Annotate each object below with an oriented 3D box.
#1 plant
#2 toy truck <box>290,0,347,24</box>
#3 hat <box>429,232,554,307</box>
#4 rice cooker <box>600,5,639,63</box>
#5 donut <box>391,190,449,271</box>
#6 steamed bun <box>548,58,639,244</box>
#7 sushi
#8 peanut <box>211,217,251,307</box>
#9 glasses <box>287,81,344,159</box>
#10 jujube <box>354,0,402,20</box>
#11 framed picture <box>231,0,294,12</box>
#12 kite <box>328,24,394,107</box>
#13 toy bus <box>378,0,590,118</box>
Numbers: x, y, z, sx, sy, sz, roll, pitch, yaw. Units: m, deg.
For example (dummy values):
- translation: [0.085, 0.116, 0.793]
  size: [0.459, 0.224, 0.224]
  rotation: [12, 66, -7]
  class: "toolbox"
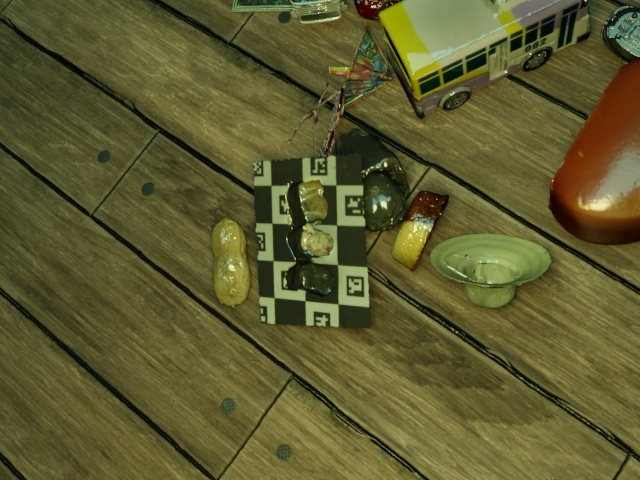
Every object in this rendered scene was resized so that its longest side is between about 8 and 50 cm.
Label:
- translation: [0.117, -0.136, 1.681]
  size: [0.142, 0.164, 0.256]
  rotation: [-22, 58, 6]
  class: "plant"
- translation: [-0.015, -0.724, 1.881]
  size: [0.146, 0.175, 0.367]
  rotation: [-5, 73, 7]
  class: "toy truck"
- translation: [0.356, 0.082, 1.572]
  size: [0.252, 0.252, 0.110]
  rotation: [4, 116, 15]
  class: "hat"
- translation: [0.706, -0.448, 1.656]
  size: [0.165, 0.106, 0.112]
  rotation: [38, 108, 12]
  class: "rice cooker"
- translation: [0.212, -0.027, 1.617]
  size: [0.073, 0.166, 0.184]
  rotation: [24, 93, 6]
  class: "donut"
- translation: [0.650, -0.164, 1.516]
  size: [0.248, 0.235, 0.379]
  rotation: [31, 82, 23]
  class: "steamed bun"
- translation: [0.000, 0.000, 1.664]
  size: [0.296, 0.100, 0.373]
  rotation: [-1, 95, 34]
  class: "sushi"
- translation: [-0.208, 0.048, 1.740]
  size: [0.099, 0.099, 0.214]
  rotation: [-9, 65, 10]
  class: "peanut"
- translation: [-0.007, -0.251, 1.741]
  size: [0.095, 0.162, 0.255]
  rotation: [18, 75, 4]
  class: "glasses"
- translation: [0.164, -0.602, 1.849]
  size: [0.166, 0.104, 0.104]
  rotation: [-20, 69, 1]
  class: "jujube"
- translation: [-0.142, -0.670, 1.987]
  size: [0.183, 0.011, 0.142]
  rotation: [4, 74, 15]
  class: "framed picture"
- translation: [0.104, -0.420, 1.835]
  size: [0.183, 0.014, 0.241]
  rotation: [10, 81, 27]
  class: "kite"
- translation: [0.371, -0.488, 1.678]
  size: [0.440, 0.249, 0.209]
  rotation: [-24, 69, 5]
  class: "toy bus"
